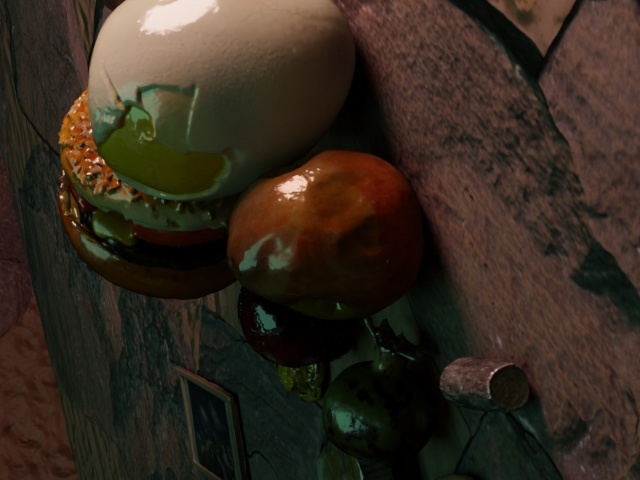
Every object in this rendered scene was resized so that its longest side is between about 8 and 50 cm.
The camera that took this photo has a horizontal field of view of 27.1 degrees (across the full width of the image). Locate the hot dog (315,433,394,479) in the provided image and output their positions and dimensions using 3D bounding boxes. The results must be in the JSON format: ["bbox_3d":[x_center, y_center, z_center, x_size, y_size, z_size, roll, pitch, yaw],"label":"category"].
[{"bbox_3d":[0.056,0.325,1.823,0.270,0.082,0.162,126,136,-69],"label":"hot dog"}]

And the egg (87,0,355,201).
[{"bbox_3d":[-0.122,-0.199,1.662,0.283,0.345,0.283,-15,-90,-80],"label":"egg"}]

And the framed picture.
[{"bbox_3d":[-0.198,0.356,2.463,0.281,0.019,0.209,9,109,65],"label":"framed picture"}]

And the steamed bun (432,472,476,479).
[{"bbox_3d":[0.141,0.383,1.629,0.231,0.110,0.212,38,135,52],"label":"steamed bun"}]

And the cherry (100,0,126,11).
[{"bbox_3d":[-0.200,-0.425,1.797,0.221,0.307,0.261,26,127,7],"label":"cherry"}]

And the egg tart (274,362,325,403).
[{"bbox_3d":[-0.033,0.182,1.978,0.130,0.052,0.130,171,90,-66],"label":"egg tart"}]

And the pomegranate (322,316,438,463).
[{"bbox_3d":[0.081,0.195,1.652,0.169,0.148,0.148,-61,34,6],"label":"pomegranate"}]

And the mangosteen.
[{"bbox_3d":[-0.031,0.101,1.825,0.166,0.166,0.180,62,178,30],"label":"mangosteen"}]

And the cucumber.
[{"bbox_3d":[0.184,0.163,1.479,0.112,0.064,0.064,2,103,62],"label":"cucumber"}]

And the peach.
[{"bbox_3d":[0.000,0.000,1.598,0.214,0.235,0.214,173,90,-75],"label":"peach"}]

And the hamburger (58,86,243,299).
[{"bbox_3d":[-0.219,-0.098,1.923,0.330,0.330,0.250,63,151,30],"label":"hamburger"}]
